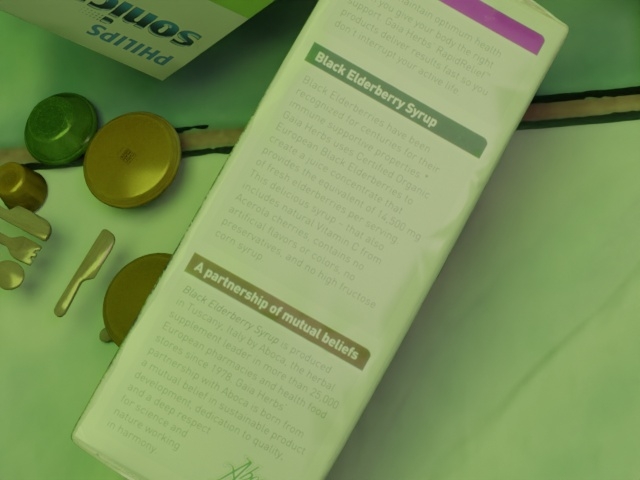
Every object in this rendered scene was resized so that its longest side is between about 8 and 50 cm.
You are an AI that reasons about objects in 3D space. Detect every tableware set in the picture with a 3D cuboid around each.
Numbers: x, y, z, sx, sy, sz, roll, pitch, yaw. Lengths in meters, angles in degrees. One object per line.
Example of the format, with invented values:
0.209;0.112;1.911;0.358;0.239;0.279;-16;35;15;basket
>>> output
-0.088;-0.006;0.764;0.154;0.024;0.104;25;79;24;tableware set

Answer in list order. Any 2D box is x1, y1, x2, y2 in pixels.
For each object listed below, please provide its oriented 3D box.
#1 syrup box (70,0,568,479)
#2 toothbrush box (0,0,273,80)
0.000;0.000;0.678;0.096;0.093;0.236;30;83;0;syrup box
-0.025;-0.231;0.689;0.283;0.122;0.206;-31;55;35;toothbrush box
